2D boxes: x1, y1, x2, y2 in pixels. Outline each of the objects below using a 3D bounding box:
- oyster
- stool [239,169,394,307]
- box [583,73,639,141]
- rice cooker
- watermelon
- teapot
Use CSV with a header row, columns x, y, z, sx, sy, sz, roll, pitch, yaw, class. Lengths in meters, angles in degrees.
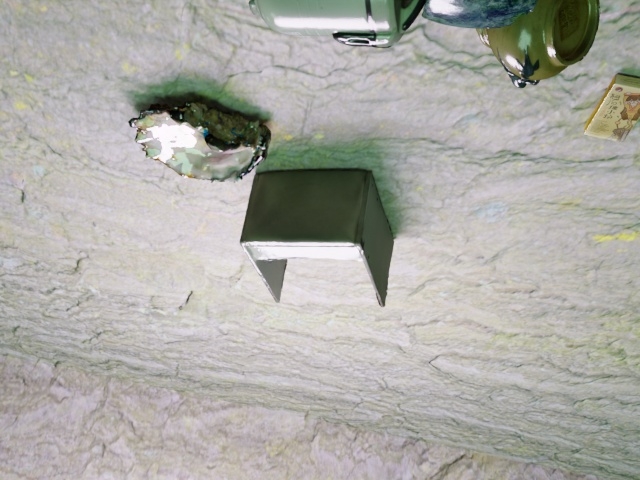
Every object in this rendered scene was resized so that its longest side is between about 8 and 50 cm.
x,y,z,sx,sy,sz,roll,pitch,yaw,class
-0.218,-0.186,1.852,0.259,0.092,0.198,6,150,24,oyster
0.000,0.000,2.012,0.243,0.170,0.270,0,148,17,stool
0.498,-0.219,1.656,0.073,0.020,0.149,11,149,-1,box
0.033,-0.375,1.328,0.244,0.226,0.226,5,149,10,rice cooker
0.236,-0.385,1.253,0.148,0.226,0.318,20,152,1,watermelon
0.286,-0.333,1.416,0.182,0.173,0.269,21,141,43,teapot
